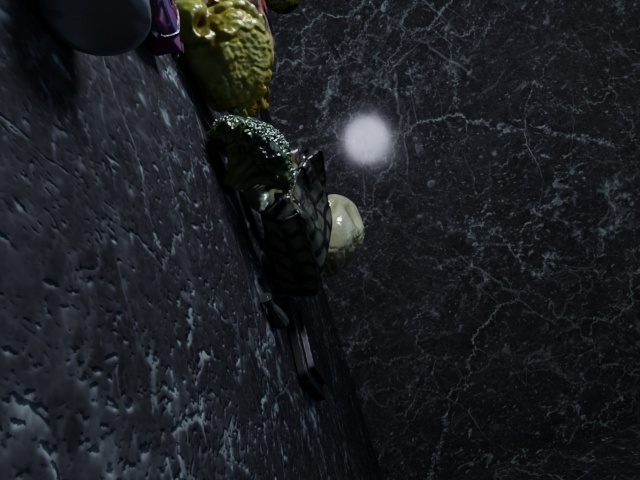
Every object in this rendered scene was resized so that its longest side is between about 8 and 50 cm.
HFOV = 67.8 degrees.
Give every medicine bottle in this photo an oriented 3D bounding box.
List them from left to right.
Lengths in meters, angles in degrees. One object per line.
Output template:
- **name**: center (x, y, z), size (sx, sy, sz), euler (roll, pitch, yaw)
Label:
- **medicine bottle**: center (-0.278, -0.386, 0.563), size (0.110, 0.110, 0.352), euler (66, 7, -68)

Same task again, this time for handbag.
- **handbag**: center (-0.059, -0.059, 1.369), size (0.327, 0.162, 0.325), euler (81, 14, -47)

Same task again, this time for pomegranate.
- **pomegranate**: center (-0.108, -0.791, 1.481), size (0.138, 0.163, 0.125), euler (26, 30, -56)

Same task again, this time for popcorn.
- **popcorn**: center (-0.215, -0.457, 1.137), size (0.173, 0.225, 0.286), euler (30, -27, 41)

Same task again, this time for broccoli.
- **broccoli**: center (-0.161, -0.203, 1.131), size (0.198, 0.226, 0.176), euler (26, -66, 35)

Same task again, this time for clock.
- **clock**: center (-0.042, 0.334, 1.468), size (0.279, 0.049, 0.273), euler (69, 4, -58)

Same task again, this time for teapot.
- **teapot**: center (-0.113, 0.169, 1.153), size (0.043, 0.042, 0.111), euler (-105, 174, -48)

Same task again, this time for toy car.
- **toy car**: center (-0.248, -0.508, 1.648), size (0.248, 0.142, 0.200), euler (-100, 173, -59)

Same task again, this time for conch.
- **conch**: center (-0.170, -0.145, 1.331), size (0.135, 0.102, 0.153), euler (35, 66, -64)

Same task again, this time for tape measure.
- **tape measure**: center (-0.289, -0.395, 0.827), size (0.118, 0.074, 0.125), euler (104, -26, -84)

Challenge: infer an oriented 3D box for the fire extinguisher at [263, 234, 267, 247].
- **fire extinguisher**: center (-0.152, -0.010, 1.494), size (0.158, 0.043, 0.064), euler (-87, -160, -81)

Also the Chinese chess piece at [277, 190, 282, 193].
- **Chinese chess piece**: center (-0.164, -0.205, 1.632), size (0.238, 0.092, 0.238), euler (-16, 90, -89)

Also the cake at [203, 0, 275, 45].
- **cake**: center (-0.289, -0.759, 1.527), size (0.237, 0.230, 0.309), euler (62, 11, -67)

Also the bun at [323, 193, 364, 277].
- **bun**: center (0.000, 0.000, 1.730), size (0.349, 0.352, 0.227), euler (-53, 124, -39)
